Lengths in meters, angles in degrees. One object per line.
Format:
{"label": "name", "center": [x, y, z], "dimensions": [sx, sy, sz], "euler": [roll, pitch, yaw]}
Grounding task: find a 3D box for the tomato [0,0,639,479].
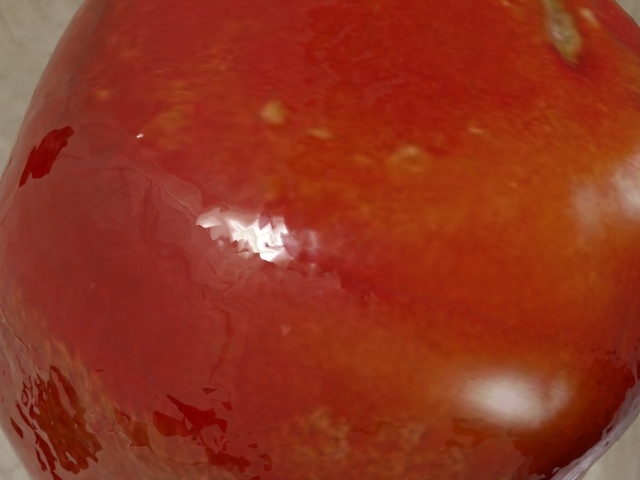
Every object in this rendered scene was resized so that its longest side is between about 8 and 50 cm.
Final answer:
{"label": "tomato", "center": [0.000, 0.000, 0.502], "dimensions": [0.293, 0.290, 0.325], "euler": [126, 163, -54]}
